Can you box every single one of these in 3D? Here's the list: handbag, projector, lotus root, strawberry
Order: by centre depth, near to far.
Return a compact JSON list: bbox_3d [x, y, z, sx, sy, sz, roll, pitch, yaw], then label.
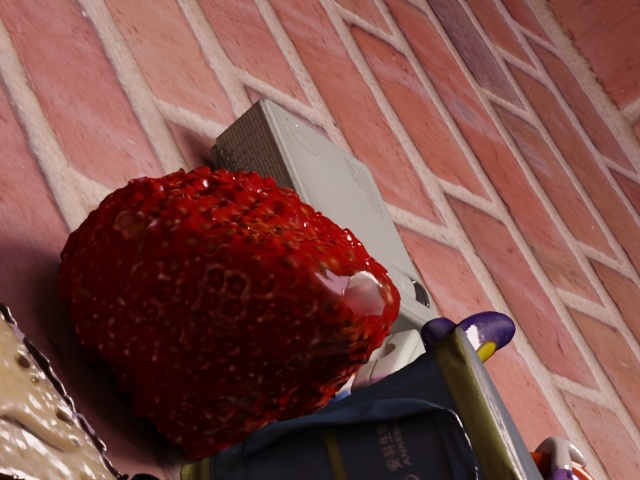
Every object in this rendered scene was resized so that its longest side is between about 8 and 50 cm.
[{"bbox_3d":[-0.239,0.109,1.308,0.260,0.074,0.170,55,21,9],"label":"lotus root"},{"bbox_3d":[0.053,0.226,1.411,0.222,0.241,0.263,58,6,-48],"label":"handbag"},{"bbox_3d":[-0.065,0.041,1.567,0.261,0.257,0.261,34,29,-22],"label":"strawberry"},{"bbox_3d":[0.000,0.000,1.993,0.192,0.099,0.256,30,27,-42],"label":"projector"}]

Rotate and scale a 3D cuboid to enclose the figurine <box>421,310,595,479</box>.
[{"bbox_3d":[0.184,0.253,1.842,0.421,0.154,0.193,57,20,16],"label":"figurine"}]

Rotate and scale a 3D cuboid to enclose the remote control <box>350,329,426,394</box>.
[{"bbox_3d":[0.110,0.252,1.668,0.145,0.050,0.344,-53,124,-72],"label":"remote control"}]

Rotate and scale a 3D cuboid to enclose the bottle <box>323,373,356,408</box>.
[{"bbox_3d":[0.009,0.141,1.818,0.217,0.060,0.060,54,20,15],"label":"bottle"}]

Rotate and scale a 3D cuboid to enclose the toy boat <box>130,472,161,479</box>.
[{"bbox_3d":[-0.115,0.223,1.395,0.060,0.055,0.141,40,21,-45],"label":"toy boat"}]
